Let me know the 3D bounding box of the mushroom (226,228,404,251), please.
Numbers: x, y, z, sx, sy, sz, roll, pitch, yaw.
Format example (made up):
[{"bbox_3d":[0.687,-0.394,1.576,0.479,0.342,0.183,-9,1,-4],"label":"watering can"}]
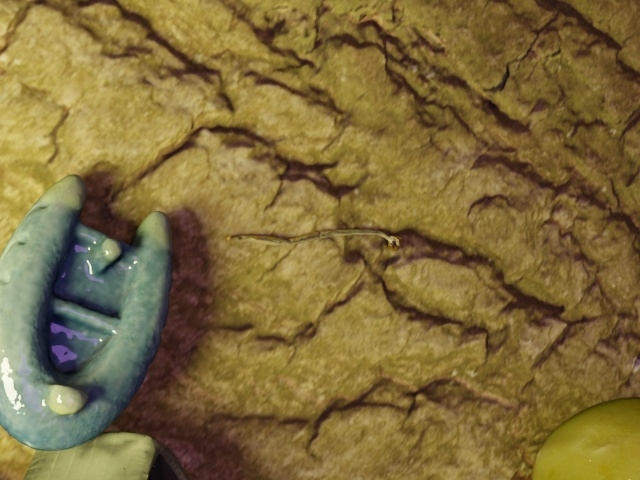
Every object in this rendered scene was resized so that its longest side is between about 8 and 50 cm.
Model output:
[{"bbox_3d":[-0.002,-0.004,1.274,0.286,0.028,0.026,3,129,-26],"label":"mushroom"}]

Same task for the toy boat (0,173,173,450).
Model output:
[{"bbox_3d":[-0.285,0.085,1.047,0.215,0.123,0.330,28,66,-25],"label":"toy boat"}]

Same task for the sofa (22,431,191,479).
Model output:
[{"bbox_3d":[-0.251,0.371,1.053,0.210,0.176,0.225,-82,155,-48],"label":"sofa"}]

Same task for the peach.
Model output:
[{"bbox_3d":[0.505,0.389,1.365,0.314,0.315,0.281,17,65,-18],"label":"peach"}]
